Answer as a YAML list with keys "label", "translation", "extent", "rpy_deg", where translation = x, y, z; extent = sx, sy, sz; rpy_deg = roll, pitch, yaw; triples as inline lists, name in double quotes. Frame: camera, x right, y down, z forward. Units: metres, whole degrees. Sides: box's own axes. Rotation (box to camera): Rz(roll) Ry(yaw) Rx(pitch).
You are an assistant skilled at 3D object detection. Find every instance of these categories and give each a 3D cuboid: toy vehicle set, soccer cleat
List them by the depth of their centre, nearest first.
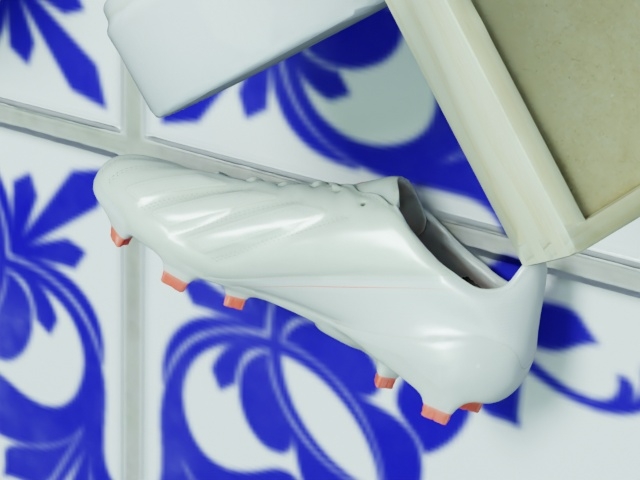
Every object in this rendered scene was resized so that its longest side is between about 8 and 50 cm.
- label: "toy vehicle set"
  translation: [0.074, -0.149, 0.585]
  extent: [0.267, 0.166, 0.035]
  rpy_deg: [63, 160, -4]
- label: "soccer cleat"
  translation: [0.000, 0.000, 0.758]
  extent: [0.196, 0.068, 0.076]
  rpy_deg: [27, 107, 19]

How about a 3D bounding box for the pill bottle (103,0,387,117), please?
- label: "pill bottle"
  translation: [-0.070, -0.202, 0.648]
  extent: [0.169, 0.169, 0.301]
  rpy_deg: [-23, 96, 37]
